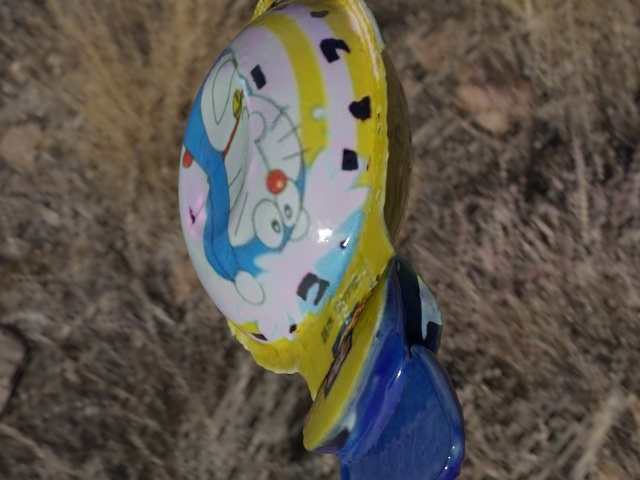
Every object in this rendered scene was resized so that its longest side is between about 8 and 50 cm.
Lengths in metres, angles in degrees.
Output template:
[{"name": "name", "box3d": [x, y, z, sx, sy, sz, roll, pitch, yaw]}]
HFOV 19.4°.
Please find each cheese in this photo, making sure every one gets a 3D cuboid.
[{"name": "cheese", "box3d": [0.000, 0.000, 0.685, 0.156, 0.064, 0.250, -64, 34, 37]}]
